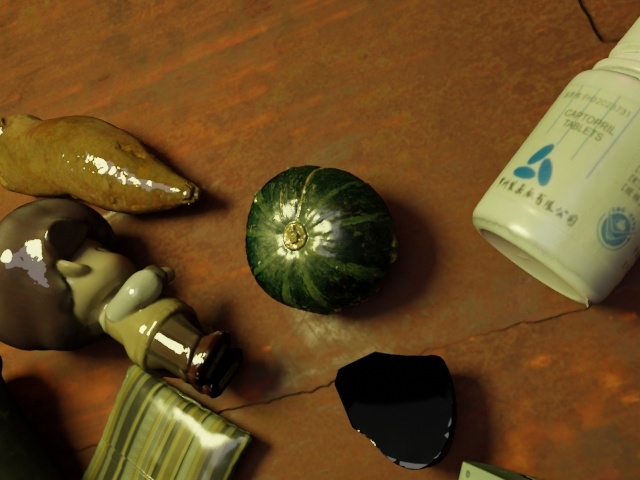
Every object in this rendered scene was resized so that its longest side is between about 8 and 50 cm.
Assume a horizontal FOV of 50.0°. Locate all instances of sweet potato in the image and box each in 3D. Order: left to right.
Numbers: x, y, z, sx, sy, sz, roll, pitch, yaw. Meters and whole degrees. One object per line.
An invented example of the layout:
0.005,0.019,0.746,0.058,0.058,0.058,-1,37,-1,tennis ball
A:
-0.310,-0.109,0.979,0.336,0.131,0.131,9,81,20,sweet potato

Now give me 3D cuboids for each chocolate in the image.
0.099,0.188,0.798,0.148,0.080,0.125,35,79,29,chocolate

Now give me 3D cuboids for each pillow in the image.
-0.211,0.297,0.888,0.212,0.052,0.208,24,87,25,pillow

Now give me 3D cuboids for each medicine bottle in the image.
0.312,-0.088,0.740,0.170,0.170,0.293,37,90,22,medicine bottle

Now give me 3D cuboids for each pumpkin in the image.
-0.002,0.000,0.836,0.190,0.146,0.190,-2,87,40,pumpkin

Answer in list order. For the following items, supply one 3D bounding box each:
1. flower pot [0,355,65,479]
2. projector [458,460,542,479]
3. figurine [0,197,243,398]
-0.458,0.333,0.835,0.251,0.379,0.379,38,91,4,flower pot
0.214,0.343,0.642,0.250,0.108,0.198,4,77,60,projector
-0.270,0.061,0.885,0.364,0.218,0.206,11,80,14,figurine
